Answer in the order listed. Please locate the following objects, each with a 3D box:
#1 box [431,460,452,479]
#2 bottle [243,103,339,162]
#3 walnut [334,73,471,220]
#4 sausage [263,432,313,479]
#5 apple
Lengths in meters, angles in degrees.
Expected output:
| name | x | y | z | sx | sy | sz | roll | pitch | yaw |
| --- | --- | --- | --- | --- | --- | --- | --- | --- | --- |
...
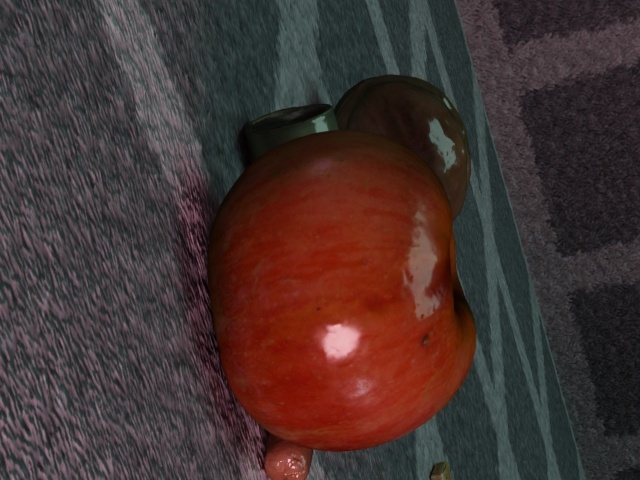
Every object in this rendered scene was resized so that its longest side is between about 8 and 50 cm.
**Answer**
| name | x | y | z | sx | sy | sz | roll | pitch | yaw |
| --- | --- | --- | --- | --- | --- | --- | --- | --- | --- |
| box | 0.136 | 0.285 | 2.010 | 0.058 | 0.015 | 0.093 | -35 | 113 | -77 |
| bottle | 0.000 | 0.000 | 1.457 | 0.072 | 0.072 | 0.201 | -68 | 144 | -72 |
| walnut | 0.073 | -0.077 | 1.769 | 0.162 | 0.140 | 0.140 | 56 | 19 | -24 |
| sausage | -0.020 | 0.137 | 1.304 | 0.083 | 0.034 | 0.034 | -80 | 156 | -60 |
| apple | 0.017 | 0.030 | 1.252 | 0.209 | 0.164 | 0.209 | -12 | 90 | -76 |
